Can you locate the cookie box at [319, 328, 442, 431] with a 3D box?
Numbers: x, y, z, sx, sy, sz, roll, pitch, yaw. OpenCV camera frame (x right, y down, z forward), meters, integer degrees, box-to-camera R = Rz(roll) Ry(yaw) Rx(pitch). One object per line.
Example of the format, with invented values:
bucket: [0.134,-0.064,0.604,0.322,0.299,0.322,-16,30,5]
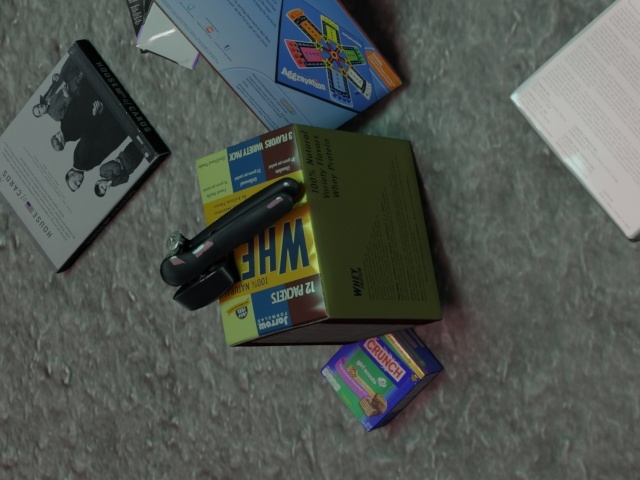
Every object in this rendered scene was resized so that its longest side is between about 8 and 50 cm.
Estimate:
cookie box: [0.066,0.141,1.868,0.092,0.040,0.107,51,122,16]

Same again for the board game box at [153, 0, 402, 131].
board game box: [-0.048,-0.214,1.726,0.145,0.281,0.027,-33,39,12]

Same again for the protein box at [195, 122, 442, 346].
protein box: [0.000,0.000,1.757,0.136,0.201,0.200,-18,77,36]

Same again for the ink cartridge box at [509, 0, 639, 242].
ink cartridge box: [0.327,-0.141,1.632,0.232,0.066,0.189,-41,76,12]

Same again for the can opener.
can opener: [-0.089,-0.005,1.671,0.073,0.059,0.186,38,120,-23]

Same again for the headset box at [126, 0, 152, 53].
headset box: [-0.185,-0.262,1.947,0.062,0.032,0.083,-12,96,36]

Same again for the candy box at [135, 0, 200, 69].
candy box: [-0.120,-0.297,1.794,0.070,0.196,0.165,23,118,-7]

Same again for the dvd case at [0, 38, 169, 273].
dvd case: [-0.304,-0.099,2.068,0.238,0.029,0.179,-45,76,33]
